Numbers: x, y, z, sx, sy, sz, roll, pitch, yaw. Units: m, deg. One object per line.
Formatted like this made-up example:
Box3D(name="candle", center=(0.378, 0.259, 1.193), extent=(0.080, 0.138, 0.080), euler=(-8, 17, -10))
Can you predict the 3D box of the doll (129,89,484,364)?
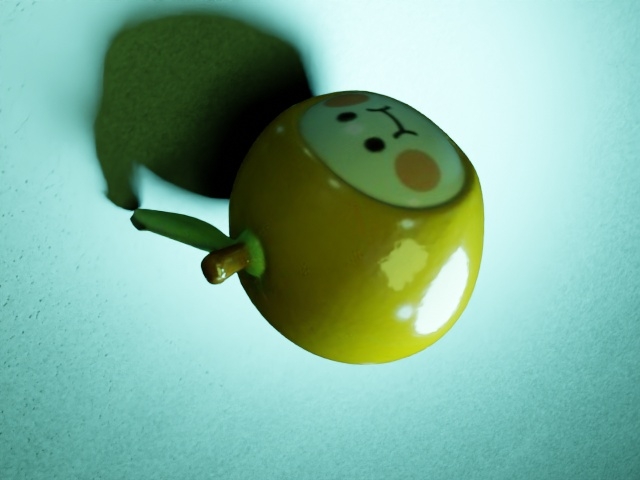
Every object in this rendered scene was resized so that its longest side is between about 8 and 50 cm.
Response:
Box3D(name="doll", center=(0.000, 0.000, 1.316), extent=(0.236, 0.213, 0.213), euler=(-16, 132, -25))
